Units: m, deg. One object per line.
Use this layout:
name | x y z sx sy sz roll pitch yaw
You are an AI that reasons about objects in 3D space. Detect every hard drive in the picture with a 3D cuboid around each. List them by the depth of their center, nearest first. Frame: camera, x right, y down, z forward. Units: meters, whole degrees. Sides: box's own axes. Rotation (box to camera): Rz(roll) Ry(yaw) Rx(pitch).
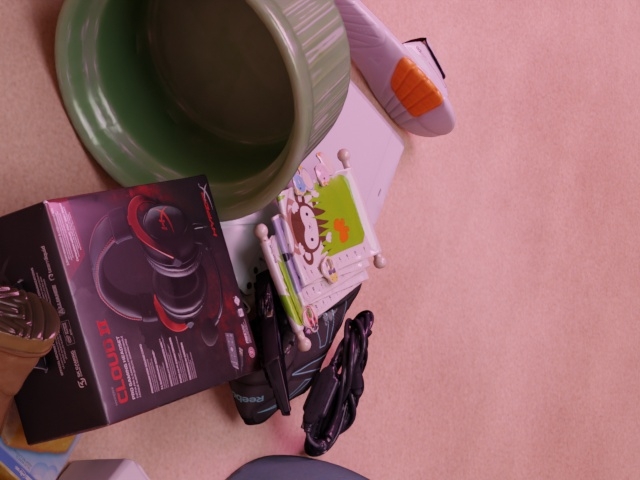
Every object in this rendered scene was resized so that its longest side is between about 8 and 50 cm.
hard drive | -0.022 -0.142 1.995 0.307 0.040 0.203 46 49 -33

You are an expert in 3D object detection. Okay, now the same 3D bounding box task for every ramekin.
ramekin | -0.115 -0.185 1.727 0.148 0.303 0.303 -43 115 -50

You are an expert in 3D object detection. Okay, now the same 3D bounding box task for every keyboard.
keyboard | -0.055 0.097 1.749 0.180 0.023 0.108 -101 -179 -60

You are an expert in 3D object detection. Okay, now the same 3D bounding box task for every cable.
cable | 0.030 0.172 1.946 0.150 0.047 0.184 55 55 -70

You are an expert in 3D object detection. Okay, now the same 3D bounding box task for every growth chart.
growth chart | 0.000 0.000 1.858 0.237 0.021 0.172 -41 112 -53

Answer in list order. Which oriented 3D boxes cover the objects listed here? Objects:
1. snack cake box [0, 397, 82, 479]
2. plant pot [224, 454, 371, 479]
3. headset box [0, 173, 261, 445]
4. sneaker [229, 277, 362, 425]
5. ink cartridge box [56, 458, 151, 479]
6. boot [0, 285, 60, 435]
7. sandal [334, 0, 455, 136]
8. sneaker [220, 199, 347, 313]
snack cake box | -0.341 0.116 1.580 0.264 0.089 0.152 50 52 -30
plant pot | 0.022 0.385 1.850 0.290 0.195 0.290 10 76 -46
headset box | -0.204 0.064 1.599 0.293 0.110 0.218 -13 86 -58
sneaker | -0.034 0.112 1.929 0.267 0.101 0.106 -44 142 -46
ink cartridge box | -0.240 0.359 1.640 0.237 0.100 0.172 -51 120 -38
boot | -0.379 0.142 1.437 0.236 0.269 0.089 22 30 -19
sandal | 0.098 -0.243 2.102 0.265 0.102 0.076 49 54 -28
sneaker | -0.062 0.024 1.891 0.256 0.094 0.151 19 66 -35
